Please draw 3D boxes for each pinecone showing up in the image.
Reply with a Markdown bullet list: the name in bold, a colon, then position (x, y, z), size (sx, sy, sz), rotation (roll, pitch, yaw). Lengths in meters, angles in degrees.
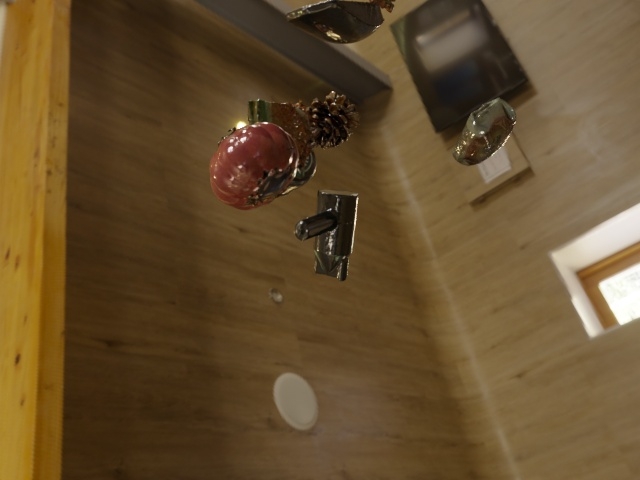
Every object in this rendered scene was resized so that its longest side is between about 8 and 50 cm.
- **pinecone**: position (0.027, -0.399, 2.058), size (0.179, 0.195, 0.150), rotation (38, 170, 14)

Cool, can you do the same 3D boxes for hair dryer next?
- **hair dryer**: position (0.000, 0.000, 1.624), size (0.302, 0.116, 0.245), rotation (-20, -63, -64)

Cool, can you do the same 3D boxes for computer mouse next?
- **computer mouse**: position (0.048, -0.548, 1.555), size (0.295, 0.168, 0.087), rotation (-20, -73, -52)

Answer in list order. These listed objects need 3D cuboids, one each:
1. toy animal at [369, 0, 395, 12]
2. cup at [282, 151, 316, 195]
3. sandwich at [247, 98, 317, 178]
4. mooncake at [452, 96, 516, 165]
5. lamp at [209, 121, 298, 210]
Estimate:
- **toy animal**: position (0.152, -0.771, 1.636), size (0.313, 0.157, 0.097), rotation (62, -144, -18)
- **cup**: position (-0.125, -0.213, 1.921), size (0.169, 0.176, 0.223), rotation (36, -117, -14)
- **sandwich**: position (-0.092, -0.273, 1.611), size (0.079, 0.159, 0.235), rotation (-168, 60, -77)
- **mooncake**: position (0.348, -0.220, 1.297), size (0.129, 0.125, 0.073), rotation (-31, -118, -26)
- **lamp**: position (-0.128, -0.143, 1.147), size (0.140, 0.182, 0.182), rotation (50, -158, 22)
